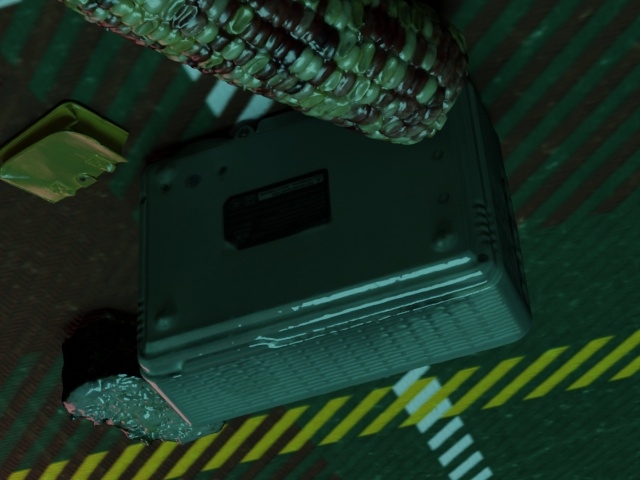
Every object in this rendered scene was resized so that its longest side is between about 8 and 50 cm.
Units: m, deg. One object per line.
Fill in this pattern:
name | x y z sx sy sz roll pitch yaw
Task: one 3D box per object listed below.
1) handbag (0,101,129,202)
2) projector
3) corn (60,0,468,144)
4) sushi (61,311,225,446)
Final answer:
handbag | -0.182 -0.060 1.078 0.083 0.027 0.061 -29 139 34
projector | 0.000 0.000 1.048 0.257 0.192 0.099 -17 140 15
corn | -0.035 -0.135 0.921 0.290 0.098 0.098 17 140 -32
sushi | -0.146 0.118 1.298 0.150 0.078 0.090 20 132 -31
